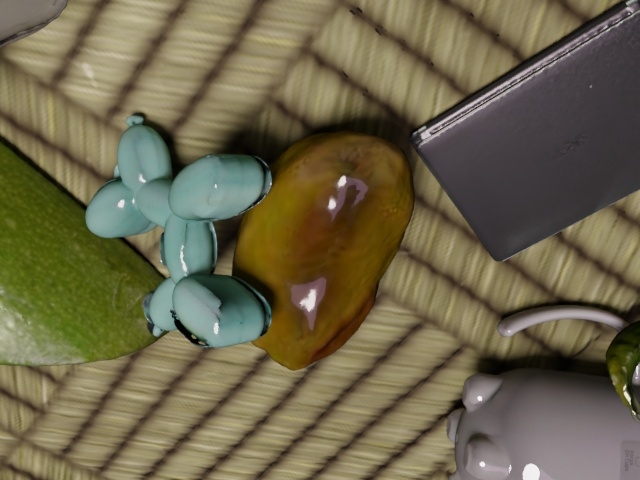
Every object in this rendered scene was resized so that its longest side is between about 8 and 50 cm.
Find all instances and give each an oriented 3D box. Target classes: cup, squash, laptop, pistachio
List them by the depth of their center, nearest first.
[{"bbox_3d":[0.170,-0.071,0.558,0.180,0.016,0.129,-30,116,20],"label":"laptop"},{"bbox_3d":[-0.003,0.000,0.566,0.110,0.100,0.189,27,121,11],"label":"pistachio"},{"bbox_3d":[-0.276,0.033,0.594,0.203,0.111,0.288,-33,116,23],"label":"squash"},{"bbox_3d":[0.180,0.151,0.627,0.142,0.134,0.173,9,123,-1],"label":"cup"}]

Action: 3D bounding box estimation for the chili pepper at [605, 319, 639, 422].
[{"bbox_3d":[0.385,0.074,0.598,0.359,0.076,0.084,-5,87,1],"label":"chili pepper"}]

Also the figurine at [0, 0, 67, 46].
[{"bbox_3d":[-0.283,-0.146,0.442,0.141,0.166,0.250,-23,158,37],"label":"figurine"}]

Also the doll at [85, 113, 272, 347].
[{"bbox_3d":[-0.101,-0.011,0.545,0.159,0.059,0.159,-4,92,43],"label":"doll"}]
